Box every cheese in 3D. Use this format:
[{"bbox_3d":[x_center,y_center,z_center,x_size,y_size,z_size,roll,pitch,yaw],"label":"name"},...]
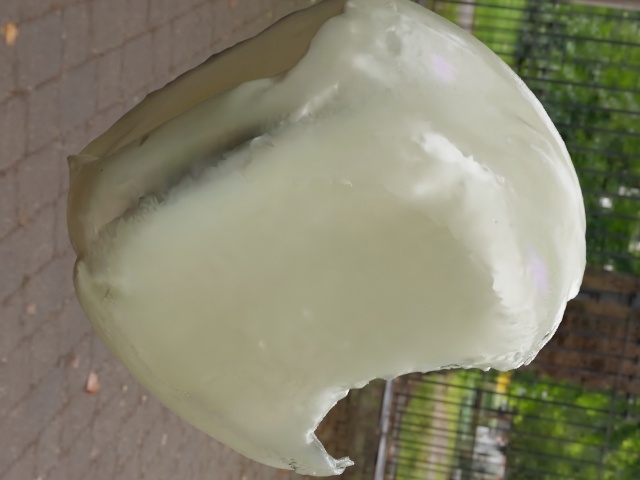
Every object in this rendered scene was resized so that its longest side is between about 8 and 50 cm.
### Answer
[{"bbox_3d":[0.000,0.000,0.578,0.233,0.266,0.127,54,26,-29],"label":"cheese"}]
